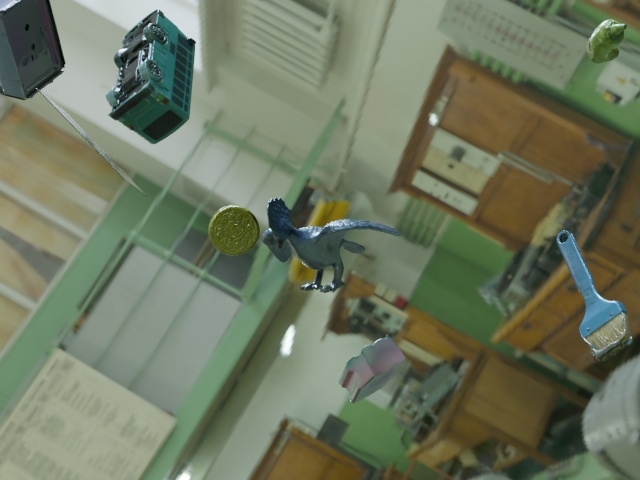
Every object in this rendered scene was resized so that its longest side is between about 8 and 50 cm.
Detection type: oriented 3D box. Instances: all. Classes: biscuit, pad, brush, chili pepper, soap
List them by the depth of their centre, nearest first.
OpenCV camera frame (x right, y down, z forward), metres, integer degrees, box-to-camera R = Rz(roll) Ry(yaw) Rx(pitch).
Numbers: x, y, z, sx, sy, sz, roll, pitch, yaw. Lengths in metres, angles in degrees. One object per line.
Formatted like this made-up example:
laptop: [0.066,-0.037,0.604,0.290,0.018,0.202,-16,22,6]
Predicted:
brush: [0.272,0.050,0.963,0.051,0.014,0.164,-42,38,27]
chili pepper: [0.405,-0.276,1.350,0.049,0.043,0.208,-62,-12,7]
pad: [-0.334,-0.143,1.388,0.004,0.190,0.127,-45,-8,-3]
biscuit: [-0.141,-0.016,1.541,0.084,0.084,0.023,-61,14,2]
soap: [0.094,0.229,1.687,0.100,0.056,0.149,-28,-19,-20]

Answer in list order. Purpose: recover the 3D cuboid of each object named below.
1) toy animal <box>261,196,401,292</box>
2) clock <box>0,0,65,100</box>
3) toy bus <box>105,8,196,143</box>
toy animal: [0.000,0.000,1.567,0.255,0.239,0.176,-23,-75,-58]
clock: [-0.590,-0.392,1.867,0.145,0.073,0.193,-55,-29,-45]
toy bus: [-0.335,-0.333,1.916,0.128,0.147,0.256,-30,41,28]
